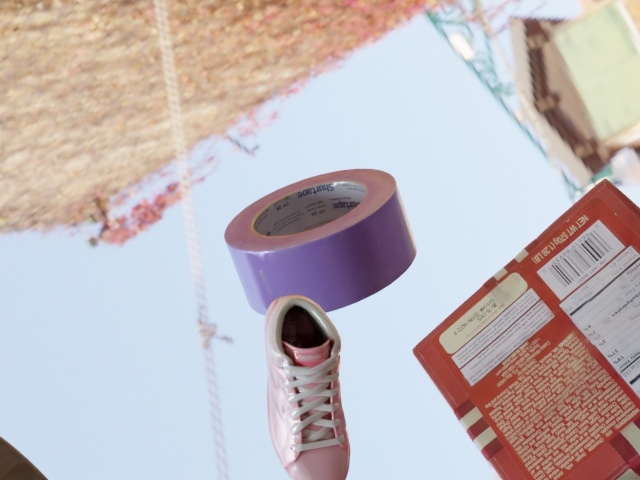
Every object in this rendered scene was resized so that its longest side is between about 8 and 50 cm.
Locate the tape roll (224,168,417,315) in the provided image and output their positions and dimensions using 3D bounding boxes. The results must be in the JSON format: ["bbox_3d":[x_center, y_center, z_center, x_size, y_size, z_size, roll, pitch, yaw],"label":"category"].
[{"bbox_3d":[0.000,0.000,1.263,0.189,0.189,0.080,-50,-52,-54],"label":"tape roll"}]

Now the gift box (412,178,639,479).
[{"bbox_3d":[0.263,0.123,1.001,0.258,0.255,0.276,42,-166,-41],"label":"gift box"}]

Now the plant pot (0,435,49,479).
[{"bbox_3d":[-0.416,0.384,1.262,0.280,0.323,0.323,-40,-80,-37],"label":"plant pot"}]

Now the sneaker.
[{"bbox_3d":[-0.009,0.098,0.777,0.051,0.070,0.134,-9,-99,-9],"label":"sneaker"}]
